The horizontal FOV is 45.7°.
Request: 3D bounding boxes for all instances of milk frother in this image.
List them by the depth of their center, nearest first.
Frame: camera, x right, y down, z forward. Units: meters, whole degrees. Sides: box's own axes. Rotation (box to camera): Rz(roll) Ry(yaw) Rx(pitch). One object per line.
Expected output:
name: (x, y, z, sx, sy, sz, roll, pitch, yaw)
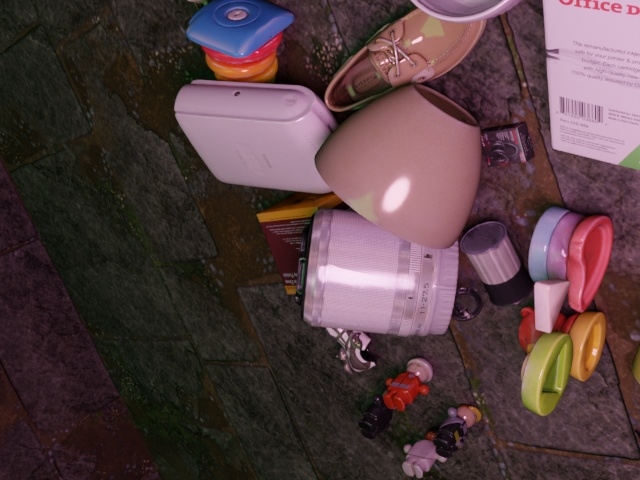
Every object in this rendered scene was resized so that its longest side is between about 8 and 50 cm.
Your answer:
milk frother: (0.278, 0.059, 1.338, 0.129, 0.143, 0.134, 16, 146, 56)

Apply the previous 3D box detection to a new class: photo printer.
photo printer: (-0.100, -0.199, 1.492, 0.308, 0.107, 0.256, 8, 153, 22)

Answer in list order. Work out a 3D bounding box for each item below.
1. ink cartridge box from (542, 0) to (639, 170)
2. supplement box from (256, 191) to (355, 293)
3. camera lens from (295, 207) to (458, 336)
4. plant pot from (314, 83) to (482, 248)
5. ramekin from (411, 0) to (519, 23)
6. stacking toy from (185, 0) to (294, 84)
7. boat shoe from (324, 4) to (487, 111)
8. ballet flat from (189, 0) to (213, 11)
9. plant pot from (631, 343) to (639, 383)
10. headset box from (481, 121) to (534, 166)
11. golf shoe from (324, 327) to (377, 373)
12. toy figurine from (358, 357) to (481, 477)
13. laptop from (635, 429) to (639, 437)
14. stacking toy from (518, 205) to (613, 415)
ink cartridge box: (0.412, -0.235, 0.975, 0.211, 0.121, 0.289, 23, 150, 34)
supplement box: (0.000, 0.000, 1.607, 0.191, 0.129, 0.194, -5, 111, 47)
camera lens: (0.098, 0.059, 1.391, 0.275, 0.219, 0.219, 6, 127, 0)
plant pot: (0.159, -0.147, 1.271, 0.284, 0.284, 0.190, 41, 115, 18)
ramekin: (0.220, -0.413, 1.084, 0.207, 0.109, 0.207, 5, 101, 27)
stacking toy: (-0.148, -0.330, 1.546, 0.166, 0.175, 0.301, 27, 146, 26)
boat shoe: (0.136, -0.306, 1.281, 0.341, 0.110, 0.121, -32, 91, 50)
ballet flat: (-0.241, -0.491, 1.571, 0.206, 0.067, 0.073, 56, 139, 0)
plant pot: (0.583, 0.070, 0.994, 0.275, 0.275, 0.293, 19, 112, 36)
headset box: (0.313, -0.159, 1.261, 0.083, 0.032, 0.062, -1, 114, 47)
golf shoe: (0.069, 0.209, 1.733, 0.094, 0.077, 0.198, -14, 110, 34)
toy figurine: (0.214, 0.383, 1.644, 0.210, 0.148, 0.213, 40, 136, 10)
laptop: (0.714, 0.451, 1.130, 0.381, 0.236, 0.408, 55, 135, 3)
stacking toy: (0.352, 0.109, 1.215, 0.130, 0.280, 0.308, 15, 121, 37)
